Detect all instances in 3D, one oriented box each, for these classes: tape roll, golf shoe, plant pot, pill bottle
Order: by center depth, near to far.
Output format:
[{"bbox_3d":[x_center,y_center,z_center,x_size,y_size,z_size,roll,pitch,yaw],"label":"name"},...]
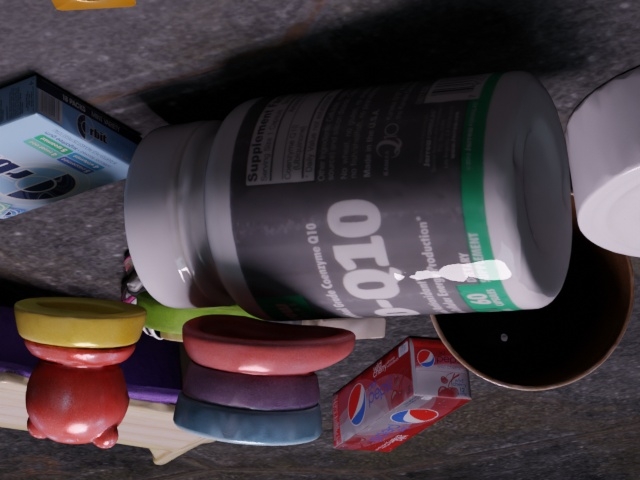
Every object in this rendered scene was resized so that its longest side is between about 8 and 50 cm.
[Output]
[{"bbox_3d":[0.024,-0.032,1.411,0.361,0.204,0.204,-4,159,24],"label":"pill bottle"},{"bbox_3d":[0.382,-0.078,1.537,0.286,0.100,0.286,-5,157,-2],"label":"tape roll"},{"bbox_3d":[0.208,0.060,1.738,0.215,0.215,0.230,-3,172,-3],"label":"plant pot"},{"bbox_3d":[-0.194,0.077,1.815,0.067,0.086,0.186,-5,159,-4],"label":"golf shoe"}]

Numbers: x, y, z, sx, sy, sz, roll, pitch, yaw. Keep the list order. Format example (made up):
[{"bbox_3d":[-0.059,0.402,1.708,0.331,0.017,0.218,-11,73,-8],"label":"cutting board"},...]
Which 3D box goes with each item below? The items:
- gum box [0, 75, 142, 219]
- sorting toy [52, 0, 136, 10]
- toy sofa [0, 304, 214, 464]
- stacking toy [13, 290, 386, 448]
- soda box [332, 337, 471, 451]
[{"bbox_3d":[-0.284,-0.080,1.478,0.184,0.041,0.157,-15,155,26],"label":"gum box"},{"bbox_3d":[-0.180,-0.263,1.061,0.196,0.047,0.348,3,156,-6],"label":"sorting toy"},{"bbox_3d":[-0.284,0.152,1.892,0.362,0.150,0.177,14,146,-37],"label":"toy sofa"},{"bbox_3d":[-0.104,0.129,1.495,0.308,0.130,0.279,7,-174,28],"label":"stacking toy"},{"bbox_3d":[0.108,0.216,2.204,0.092,0.083,0.263,6,156,-23],"label":"soda box"}]
